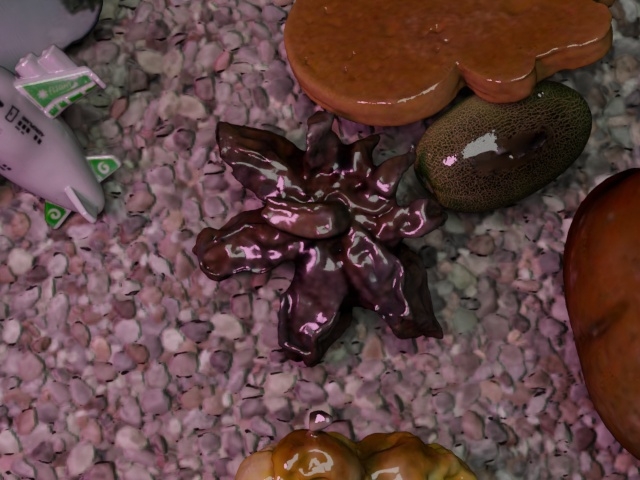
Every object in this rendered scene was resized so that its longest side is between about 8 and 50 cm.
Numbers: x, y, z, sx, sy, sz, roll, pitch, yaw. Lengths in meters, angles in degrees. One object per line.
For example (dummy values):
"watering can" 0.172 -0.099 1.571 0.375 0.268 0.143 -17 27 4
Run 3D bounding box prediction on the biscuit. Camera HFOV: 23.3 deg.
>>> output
"biscuit" 0.109 -0.184 1.326 0.288 0.044 0.202 -5 53 13

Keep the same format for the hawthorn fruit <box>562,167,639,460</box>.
"hawthorn fruit" 0.313 0.035 1.216 0.267 0.268 0.301 -14 66 -6

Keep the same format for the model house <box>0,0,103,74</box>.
"model house" -0.366 -0.267 1.327 0.253 0.184 0.291 -35 65 -4

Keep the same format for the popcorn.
"popcorn" 0.018 0.215 1.208 0.194 0.163 0.140 13 63 -33

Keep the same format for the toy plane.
"toy plane" -0.247 -0.082 1.294 0.174 0.080 0.174 -2 110 -4

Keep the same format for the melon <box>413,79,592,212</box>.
"melon" 0.156 -0.083 1.318 0.162 0.099 0.099 -25 77 -13

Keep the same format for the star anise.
"star anise" -0.007 -0.002 1.279 0.220 0.099 0.214 3 90 10
